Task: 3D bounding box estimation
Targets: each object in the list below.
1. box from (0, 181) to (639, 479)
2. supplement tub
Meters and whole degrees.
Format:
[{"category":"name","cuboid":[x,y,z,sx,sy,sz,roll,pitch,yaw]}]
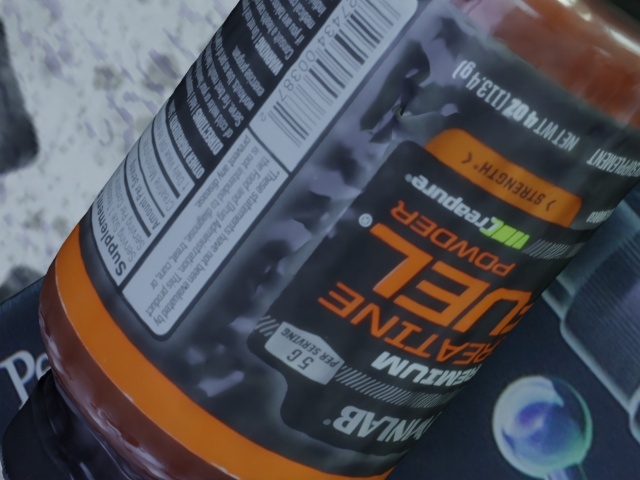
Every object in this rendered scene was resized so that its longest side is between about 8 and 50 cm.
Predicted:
[{"category":"box","cuboid":[0.124,0.125,0.627,0.293,0.212,0.395,-32,80,25]},{"category":"supplement tub","cuboid":[0.000,0.000,0.499,0.106,0.106,0.198,44,111,16]}]
